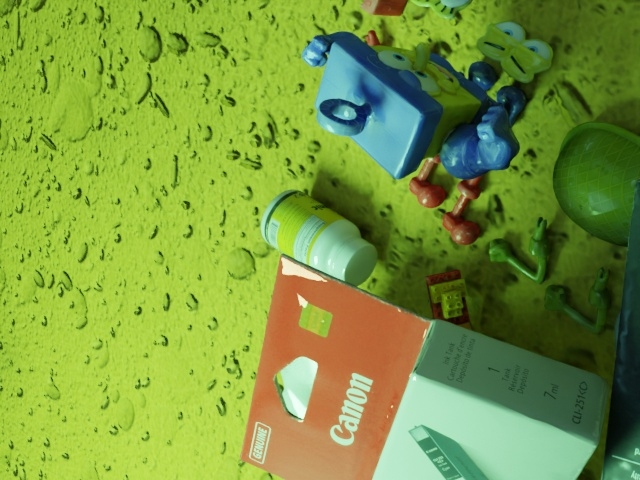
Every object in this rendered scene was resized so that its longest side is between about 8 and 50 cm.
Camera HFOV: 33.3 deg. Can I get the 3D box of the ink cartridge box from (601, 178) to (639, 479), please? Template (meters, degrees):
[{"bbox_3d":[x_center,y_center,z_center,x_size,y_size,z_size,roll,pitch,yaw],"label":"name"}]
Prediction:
[{"bbox_3d":[0.282,0.129,0.730,0.165,0.065,0.333,9,98,46],"label":"ink cartridge box"}]

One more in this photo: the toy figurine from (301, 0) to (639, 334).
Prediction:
[{"bbox_3d":[0.087,-0.071,0.867,0.362,0.217,0.191,47,126,29],"label":"toy figurine"}]

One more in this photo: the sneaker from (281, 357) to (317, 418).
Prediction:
[{"bbox_3d":[0.012,0.131,1.060,0.080,0.094,0.212,40,132,25],"label":"sneaker"}]

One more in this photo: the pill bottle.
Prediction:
[{"bbox_3d":[0.000,0.000,1.072,0.116,0.065,0.065,34,119,36],"label":"pill bottle"}]

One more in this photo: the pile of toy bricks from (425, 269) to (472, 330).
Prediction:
[{"bbox_3d":[0.109,0.140,0.931,0.105,0.118,0.212,-169,66,-83],"label":"pile of toy bricks"}]

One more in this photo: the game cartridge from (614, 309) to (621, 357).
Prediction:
[{"bbox_3d":[0.326,0.163,0.766,0.198,0.062,0.297,-29,69,39],"label":"game cartridge"}]

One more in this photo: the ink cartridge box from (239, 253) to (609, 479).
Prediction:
[{"bbox_3d":[0.057,0.172,0.868,0.261,0.066,0.296,20,136,7],"label":"ink cartridge box"}]
